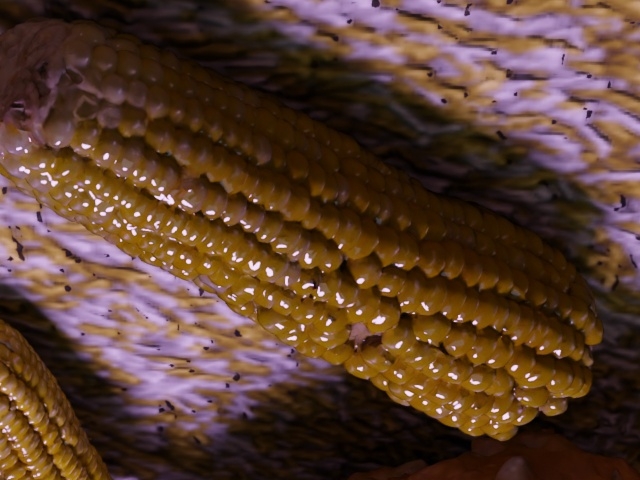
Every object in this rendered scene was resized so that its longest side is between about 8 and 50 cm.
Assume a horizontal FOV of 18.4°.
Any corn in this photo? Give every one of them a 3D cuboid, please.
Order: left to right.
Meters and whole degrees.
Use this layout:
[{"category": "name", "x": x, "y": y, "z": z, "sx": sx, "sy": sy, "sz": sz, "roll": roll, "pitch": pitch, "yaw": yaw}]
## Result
[{"category": "corn", "x": -0.136, "y": 0.118, "z": 0.955, "sx": 0.072, "sy": 0.072, "sz": 0.203, "roll": -15, "pitch": 127, "yaw": 16}, {"category": "corn", "x": 0.000, "y": 0.000, "z": 0.818, "sx": 0.320, "sy": 0.097, "sz": 0.097, "roll": 28, "pitch": 134, "yaw": -32}]

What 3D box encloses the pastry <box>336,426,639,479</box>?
[{"category": "pastry", "x": 0.068, "y": 0.272, "z": 1.025, "sx": 0.337, "sy": 0.292, "sz": 0.405, "roll": -9, "pitch": 152, "yaw": 16}]
